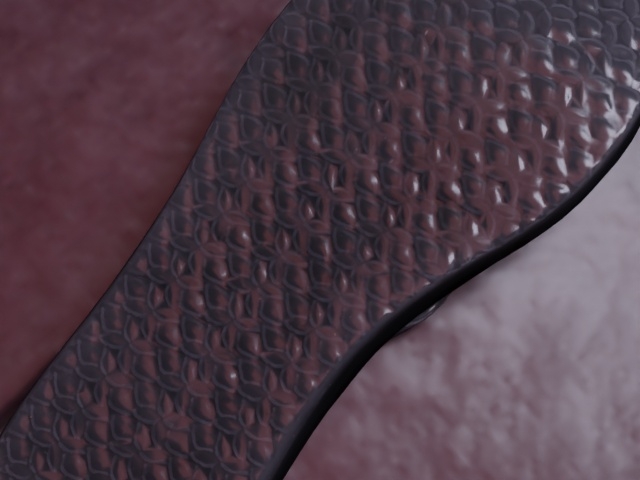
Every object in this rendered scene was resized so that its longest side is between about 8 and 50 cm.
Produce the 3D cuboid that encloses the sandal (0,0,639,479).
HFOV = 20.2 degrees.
[{"bbox_3d":[-0.001,0.000,0.514,0.097,0.054,0.254,43,89,11],"label":"sandal"}]
